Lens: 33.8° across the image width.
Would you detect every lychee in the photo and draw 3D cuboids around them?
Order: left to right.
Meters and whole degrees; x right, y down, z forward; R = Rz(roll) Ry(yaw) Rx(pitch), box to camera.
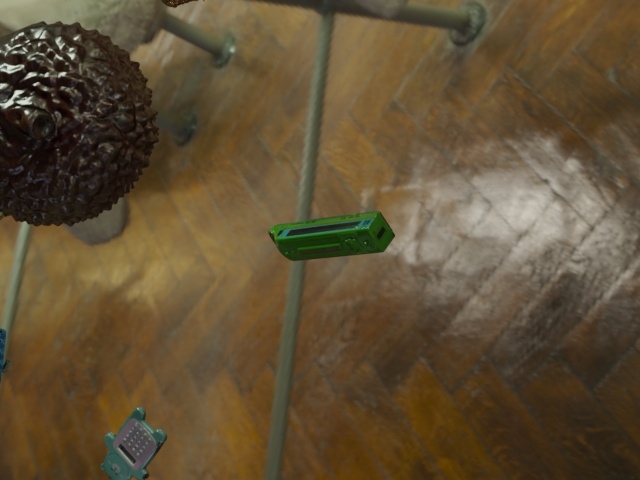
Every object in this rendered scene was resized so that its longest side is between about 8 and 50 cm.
[{"bbox_3d":[-0.380,-0.163,1.518,0.330,0.306,0.306,-31,-36,-87],"label":"lychee"}]

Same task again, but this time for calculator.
[{"bbox_3d":[-0.290,0.320,1.609,0.094,0.019,0.141,44,116,13],"label":"calculator"}]

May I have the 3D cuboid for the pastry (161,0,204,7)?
[{"bbox_3d":[-0.237,-0.503,2.056,0.063,0.169,0.087,124,130,-79],"label":"pastry"}]

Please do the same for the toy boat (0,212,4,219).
[{"bbox_3d":[-0.641,-0.065,2.048,0.116,0.061,0.188,-51,15,-32],"label":"toy boat"}]

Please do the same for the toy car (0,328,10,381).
[{"bbox_3d":[-0.558,0.159,1.577,0.097,0.191,0.100,-102,30,-47],"label":"toy car"}]

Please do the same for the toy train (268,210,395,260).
[{"bbox_3d":[0.000,0.000,1.380,0.209,0.044,0.042,-7,36,44],"label":"toy train"}]
